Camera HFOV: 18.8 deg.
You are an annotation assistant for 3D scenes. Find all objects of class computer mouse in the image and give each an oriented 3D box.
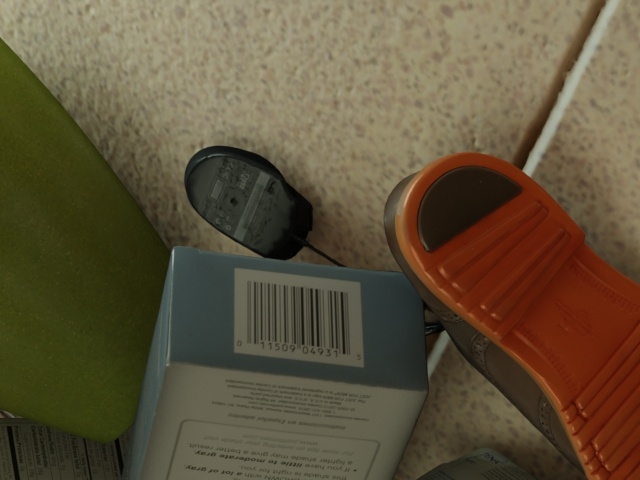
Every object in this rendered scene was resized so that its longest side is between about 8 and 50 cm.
[{"bbox_3d":[0.000,0.000,1.480,0.242,0.041,0.071,33,116,12],"label":"computer mouse"}]

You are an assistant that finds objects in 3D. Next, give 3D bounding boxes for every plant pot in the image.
[{"bbox_3d":[-0.244,0.021,1.554,0.293,0.274,0.275,39,136,-10],"label":"plant pot"}]

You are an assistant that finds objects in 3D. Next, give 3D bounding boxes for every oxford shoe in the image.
[{"bbox_3d":[0.185,0.084,1.344,0.363,0.130,0.133,50,169,-6],"label":"oxford shoe"}]

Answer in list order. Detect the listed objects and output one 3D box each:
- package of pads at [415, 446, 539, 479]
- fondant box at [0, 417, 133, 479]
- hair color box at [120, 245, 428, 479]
[{"bbox_3d":[0.175,0.316,1.421,0.229,0.101,0.296,28,139,67],"label":"package of pads"},{"bbox_3d":[-0.320,0.238,1.676,0.238,0.330,0.096,-38,56,46],"label":"fondant box"},{"bbox_3d":[-0.051,0.172,1.474,0.185,0.113,0.374,7,138,-9],"label":"hair color box"}]
